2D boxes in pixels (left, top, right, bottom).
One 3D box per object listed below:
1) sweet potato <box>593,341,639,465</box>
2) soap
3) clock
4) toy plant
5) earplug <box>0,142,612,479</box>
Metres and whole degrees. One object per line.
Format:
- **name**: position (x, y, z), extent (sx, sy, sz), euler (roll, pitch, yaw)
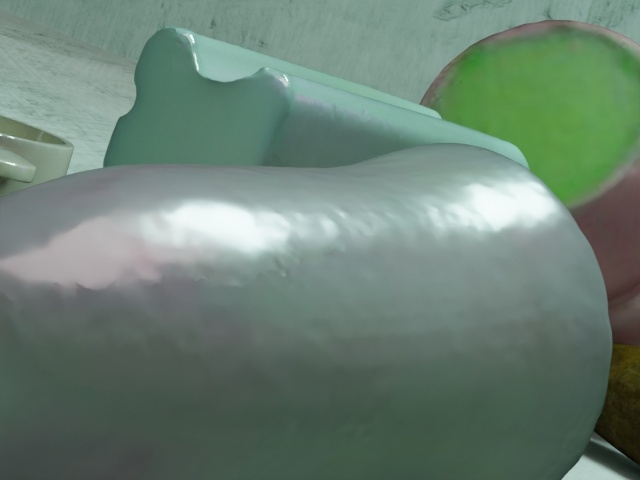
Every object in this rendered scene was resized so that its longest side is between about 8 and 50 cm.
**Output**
- **sweet potato**: position (0.248, 0.126, 1.025), extent (0.097, 0.097, 0.292), euler (14, 2, -41)
- **soap**: position (0.000, 0.000, 0.903), extent (0.095, 0.173, 0.289), euler (25, 8, 31)
- **clock**: position (-0.249, -0.058, 1.119), extent (0.155, 0.063, 0.229), euler (13, 6, -31)
- **toy plant**: position (0.182, -0.002, 1.216), extent (0.317, 0.211, 0.356), euler (24, -13, 36)
- **earplug**: position (-0.040, 0.037, 0.622), extent (0.172, 0.172, 0.301), euler (26, 14, 37)
